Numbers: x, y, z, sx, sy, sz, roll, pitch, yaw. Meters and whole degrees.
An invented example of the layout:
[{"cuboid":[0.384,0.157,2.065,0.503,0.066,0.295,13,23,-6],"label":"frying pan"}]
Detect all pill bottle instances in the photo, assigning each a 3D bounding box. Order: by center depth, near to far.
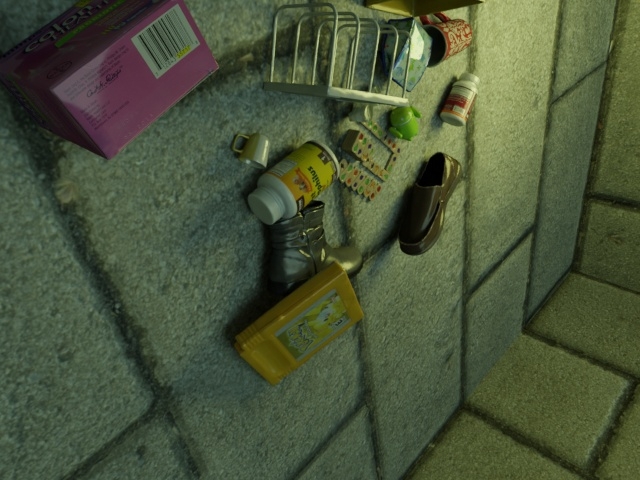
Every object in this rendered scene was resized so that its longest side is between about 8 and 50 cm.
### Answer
[{"cuboid":[-0.063,-0.131,1.185,0.215,0.117,0.117,-42,135,-27],"label":"pill bottle"},{"cuboid":[0.446,-0.447,1.633,0.086,0.086,0.152,25,89,-51],"label":"pill bottle"}]

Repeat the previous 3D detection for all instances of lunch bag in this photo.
[{"cuboid":[0.220,-0.484,1.350,0.129,0.096,0.151,13,88,-51],"label":"lunch bag"}]

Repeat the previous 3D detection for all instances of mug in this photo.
[{"cuboid":[-0.143,-0.199,1.110,0.078,0.062,0.064,27,80,-58],"label":"mug"},{"cuboid":[0.347,-0.579,1.439,0.169,0.113,0.150,-33,132,-39],"label":"mug"}]

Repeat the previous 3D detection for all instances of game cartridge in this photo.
[{"cuboid":[-0.045,0.227,1.332,0.323,0.053,0.285,-38,146,-9],"label":"game cartridge"}]

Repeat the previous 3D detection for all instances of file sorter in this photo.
[{"cuboid":[0.049,-0.397,1.127,0.277,0.193,0.173,-8,111,-46],"label":"file sorter"}]

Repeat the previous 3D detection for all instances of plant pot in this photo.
[{"cuboid":[0.252,-0.662,1.227,0.212,0.212,0.187,-14,107,-44],"label":"plant pot"}]

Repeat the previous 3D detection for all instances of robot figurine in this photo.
[{"cuboid":[0.239,-0.336,1.466,0.101,0.067,0.115,-45,137,-7],"label":"robot figurine"}]

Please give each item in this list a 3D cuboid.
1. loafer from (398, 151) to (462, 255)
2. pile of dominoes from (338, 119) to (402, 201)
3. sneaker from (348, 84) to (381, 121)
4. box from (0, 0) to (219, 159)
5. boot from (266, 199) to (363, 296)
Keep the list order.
[{"cuboid":[0.329,-0.128,1.640,0.130,0.134,0.366,39,68,-46],"label":"loafer"},{"cuboid":[0.145,-0.221,1.439,0.251,0.040,0.196,26,88,-51],"label":"pile of dominoes"},{"cuboid":[0.115,-0.357,1.333,0.152,0.061,0.054,-59,137,-40],"label":"sneaker"},{"cuboid":[-0.313,-0.251,0.741,0.213,0.243,0.117,-48,137,-20],"label":"box"},{"cuboid":[0.000,0.000,1.332,0.338,0.118,0.223,-18,116,-48],"label":"boot"}]
